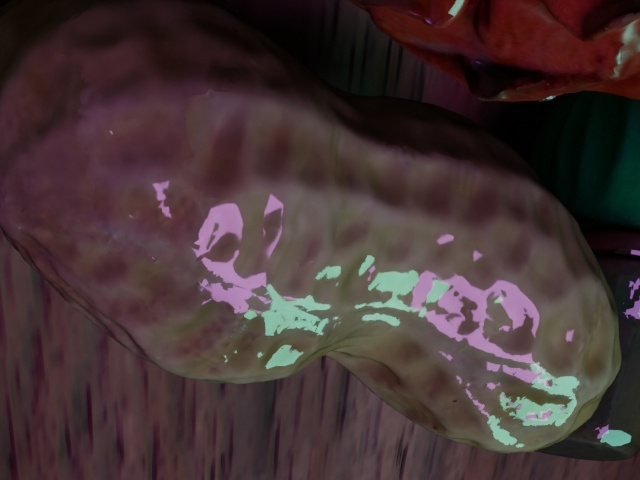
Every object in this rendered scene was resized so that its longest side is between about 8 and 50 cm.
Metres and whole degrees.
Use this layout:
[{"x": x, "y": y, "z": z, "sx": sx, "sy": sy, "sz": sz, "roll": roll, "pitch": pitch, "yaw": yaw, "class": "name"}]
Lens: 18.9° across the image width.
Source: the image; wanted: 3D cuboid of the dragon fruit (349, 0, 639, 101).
[{"x": 0.092, "y": -0.151, "z": 0.572, "sx": 0.252, "sy": 0.241, "sz": 0.241, "roll": -34, "pitch": 148, "yaw": -11, "class": "dragon fruit"}]

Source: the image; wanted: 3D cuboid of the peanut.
[{"x": 0.000, "y": 0.000, "z": 0.728, "sx": 0.298, "sy": 0.136, "sz": 0.120, "roll": 22, "pitch": 160, "yaw": -31, "class": "peanut"}]

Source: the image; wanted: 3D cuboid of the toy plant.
[{"x": 0.127, "y": -0.002, "z": 0.881, "sx": 0.105, "sy": 0.200, "sz": 0.143, "roll": 17, "pitch": 166, "yaw": -16, "class": "toy plant"}]
